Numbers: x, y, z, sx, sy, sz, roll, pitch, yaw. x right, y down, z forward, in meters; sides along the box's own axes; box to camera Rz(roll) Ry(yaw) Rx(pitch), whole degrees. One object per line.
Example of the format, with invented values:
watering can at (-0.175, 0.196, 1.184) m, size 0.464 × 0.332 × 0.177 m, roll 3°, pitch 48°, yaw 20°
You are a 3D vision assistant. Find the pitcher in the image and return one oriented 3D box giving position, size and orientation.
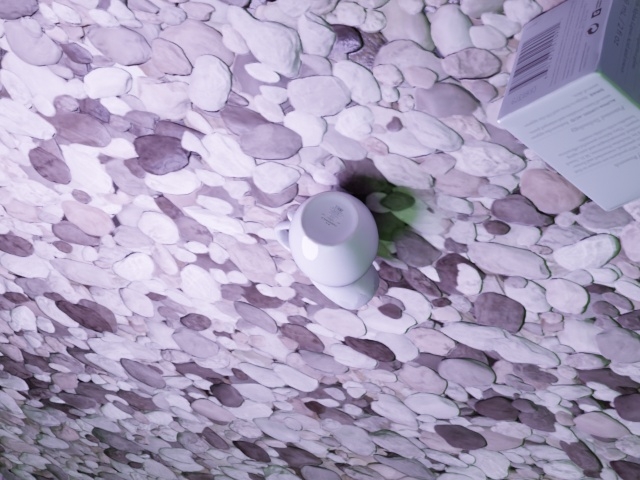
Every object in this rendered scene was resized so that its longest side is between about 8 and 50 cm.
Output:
pitcher at (0.000, 0.000, 1.936) m, size 0.177 × 0.125 × 0.207 m, roll 28°, pitch 162°, yaw 16°

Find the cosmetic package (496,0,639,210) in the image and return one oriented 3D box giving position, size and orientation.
cosmetic package at (0.319, -0.158, 1.471) m, size 0.183 × 0.151 × 0.151 m, roll 34°, pitch 145°, yaw -24°
